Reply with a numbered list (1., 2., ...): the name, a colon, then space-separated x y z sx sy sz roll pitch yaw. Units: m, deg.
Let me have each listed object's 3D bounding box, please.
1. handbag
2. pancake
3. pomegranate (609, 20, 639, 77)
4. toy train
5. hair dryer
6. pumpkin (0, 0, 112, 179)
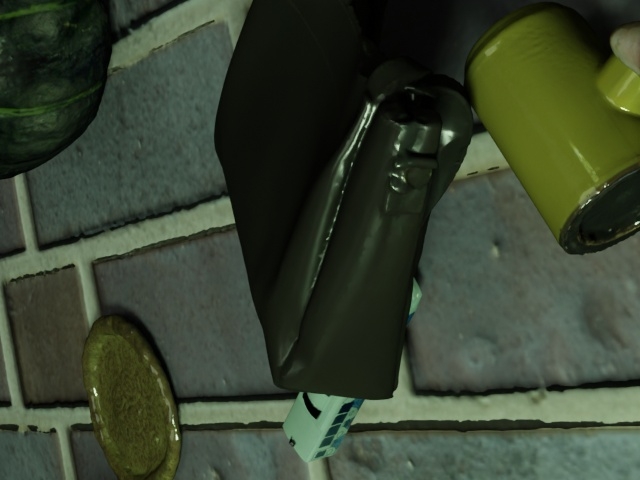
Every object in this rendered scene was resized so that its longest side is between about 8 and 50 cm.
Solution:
1. handbag: 0.009 -0.066 0.919 0.285 0.113 0.257 -107 22 -44
2. pancake: -0.198 0.171 1.399 0.199 0.021 0.199 19 114 51
3. pomegranate: 0.229 -0.059 0.612 0.248 0.214 0.214 31 122 51
4. toy train: 0.024 0.096 1.059 0.043 0.047 0.207 55 138 29
5. hair dryer: 0.196 -0.129 0.756 0.279 0.090 0.135 -52 54 38
6. pumpkin: -0.347 -0.216 1.329 0.323 0.241 0.323 19 113 53
